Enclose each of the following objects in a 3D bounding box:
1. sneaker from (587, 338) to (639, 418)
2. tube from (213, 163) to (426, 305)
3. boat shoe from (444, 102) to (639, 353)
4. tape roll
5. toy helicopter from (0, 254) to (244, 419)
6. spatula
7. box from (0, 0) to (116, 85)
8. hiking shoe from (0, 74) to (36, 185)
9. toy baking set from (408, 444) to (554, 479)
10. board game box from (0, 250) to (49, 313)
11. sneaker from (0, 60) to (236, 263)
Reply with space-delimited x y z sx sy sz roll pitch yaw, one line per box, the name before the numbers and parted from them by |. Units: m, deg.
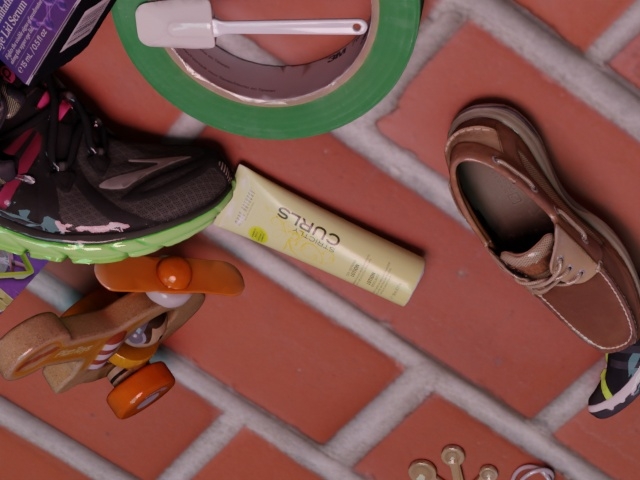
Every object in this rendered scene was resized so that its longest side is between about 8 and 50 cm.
sneaker | 0.363 0.103 1.945 0.097 0.084 0.234 41 125 11
tube | 0.000 0.000 1.932 0.240 0.062 0.070 26 85 -2
boat shoe | 0.234 0.006 1.834 0.123 0.116 0.324 -31 107 33
tape roll | -0.054 -0.258 1.743 0.321 0.077 0.321 5 126 7
toy helicopter | -0.232 0.095 1.880 0.235 0.355 0.140 -39 78 20
spatula | -0.074 -0.265 1.686 0.242 0.019 0.168 0 120 9
box | -0.305 -0.288 1.693 0.207 0.108 0.153 44 136 2
hiking shoe | -0.359 -0.155 1.721 0.114 0.086 0.227 -14 109 -8
toy baking set | 0.210 0.350 2.160 0.256 0.030 0.196 11 126 2
board game box | -0.498 -0.035 1.998 0.347 0.056 0.208 37 127 -16
sneaker | -0.324 -0.105 1.831 0.483 0.185 0.202 9 114 -9
